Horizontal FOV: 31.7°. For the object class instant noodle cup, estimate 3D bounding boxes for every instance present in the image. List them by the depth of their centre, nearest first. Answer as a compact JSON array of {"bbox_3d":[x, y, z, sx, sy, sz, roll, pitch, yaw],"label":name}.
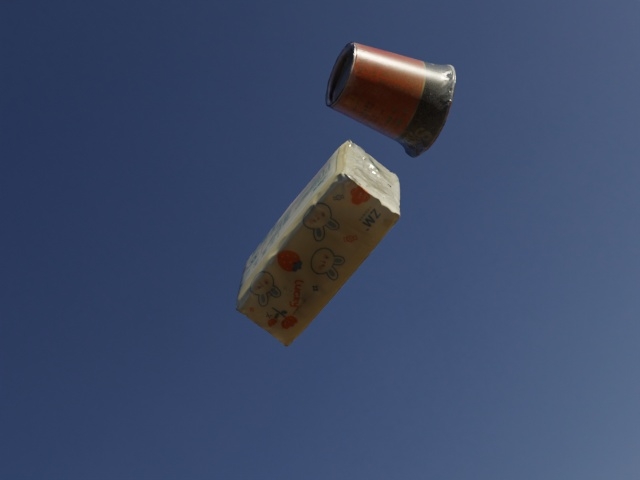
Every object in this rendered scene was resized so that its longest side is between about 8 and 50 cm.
[{"bbox_3d":[0.084,-0.187,1.428,0.136,0.127,0.127,19,-63,-16],"label":"instant noodle cup"}]

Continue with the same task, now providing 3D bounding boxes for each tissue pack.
[{"bbox_3d":[0.000,0.000,1.234,0.196,0.092,0.148,-52,9,18],"label":"tissue pack"}]
